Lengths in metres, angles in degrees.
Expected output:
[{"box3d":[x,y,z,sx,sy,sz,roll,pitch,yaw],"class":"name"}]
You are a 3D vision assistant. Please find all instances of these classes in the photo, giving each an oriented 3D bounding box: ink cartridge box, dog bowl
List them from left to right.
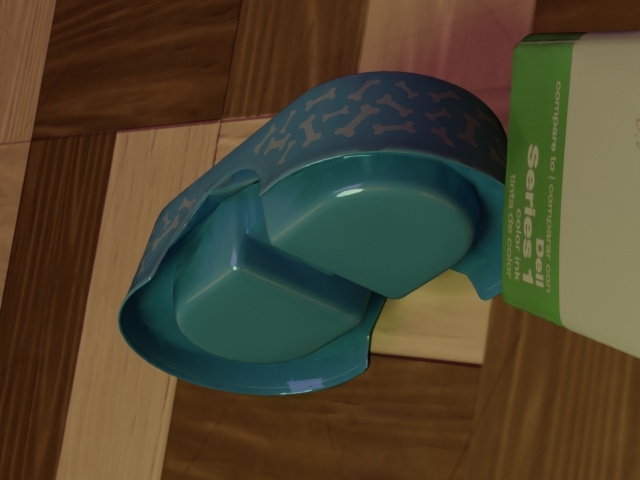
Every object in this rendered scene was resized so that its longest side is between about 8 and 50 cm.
[{"box3d":[0.000,0.000,0.905,0.297,0.166,0.074,-35,41,43],"class":"dog bowl"},{"box3d":[0.205,-0.010,0.507,0.278,0.201,0.117,-154,67,-74],"class":"ink cartridge box"}]
